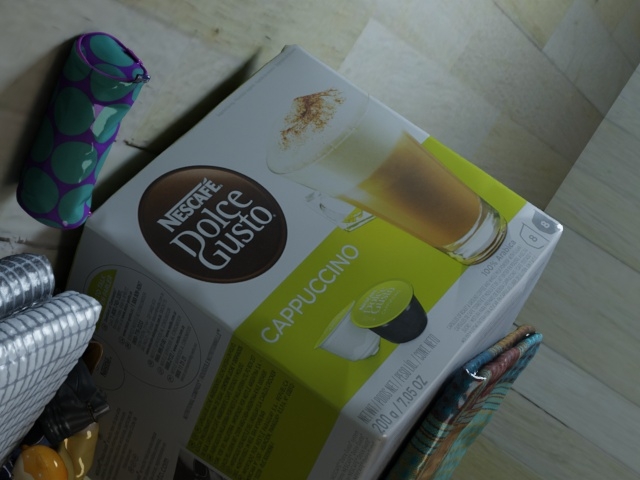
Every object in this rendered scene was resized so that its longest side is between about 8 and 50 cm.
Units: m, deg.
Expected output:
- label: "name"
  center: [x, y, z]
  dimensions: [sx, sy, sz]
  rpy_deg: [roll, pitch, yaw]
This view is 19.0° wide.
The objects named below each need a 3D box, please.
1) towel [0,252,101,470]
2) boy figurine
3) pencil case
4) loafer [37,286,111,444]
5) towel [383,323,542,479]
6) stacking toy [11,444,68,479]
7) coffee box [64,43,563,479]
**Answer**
- label: "towel"
  center: [-0.316, 0.150, 1.501]
  dimensions: [0.284, 0.121, 0.235]
  rpy_deg: [-55, 175, 15]
- label: "boy figurine"
  center: [-0.279, 0.206, 1.783]
  dimensions: [0.177, 0.092, 0.285]
  rpy_deg: [-33, 163, -10]
- label: "pencil case"
  center: [-0.188, -0.085, 1.514]
  dimensions: [0.070, 0.064, 0.152]
  rpy_deg: [0, 127, -44]
- label: "loafer"
  center: [-0.218, 0.103, 1.668]
  dimensions: [0.061, 0.170, 0.062]
  rpy_deg: [-17, 137, 2]
- label: "towel"
  center: [0.083, 0.254, 1.854]
  dimensions: [0.370, 0.040, 0.271]
  rpy_deg: [-58, 169, 16]
- label: "stacking toy"
  center: [-0.245, 0.272, 1.671]
  dimensions: [0.165, 0.175, 0.302]
  rpy_deg: [-17, 147, -19]
- label: "coffee box"
  center: [-0.033, 0.086, 1.846]
  dimensions: [0.337, 0.334, 0.338]
  rpy_deg: [-44, 165, -40]
